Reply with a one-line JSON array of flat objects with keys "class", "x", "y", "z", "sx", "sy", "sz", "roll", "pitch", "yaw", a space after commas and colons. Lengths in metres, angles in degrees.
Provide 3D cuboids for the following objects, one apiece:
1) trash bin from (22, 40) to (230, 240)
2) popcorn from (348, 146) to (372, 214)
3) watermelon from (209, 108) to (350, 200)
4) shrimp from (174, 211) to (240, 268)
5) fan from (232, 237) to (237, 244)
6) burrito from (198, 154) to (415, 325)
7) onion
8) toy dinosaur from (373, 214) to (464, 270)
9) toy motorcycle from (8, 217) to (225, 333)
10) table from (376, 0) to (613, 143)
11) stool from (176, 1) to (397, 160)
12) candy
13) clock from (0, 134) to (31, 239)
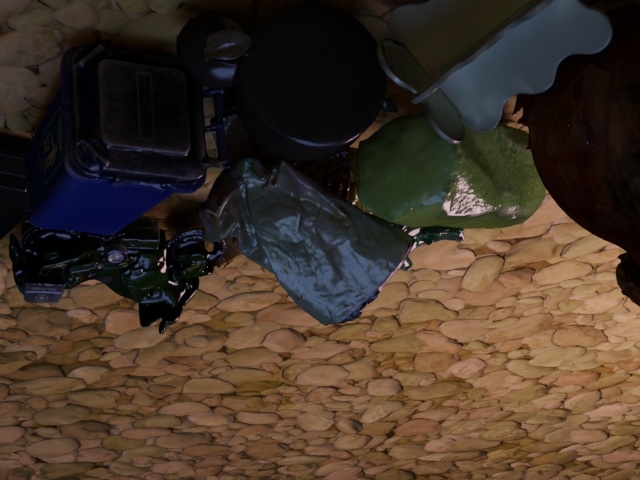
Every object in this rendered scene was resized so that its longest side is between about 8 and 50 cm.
[{"class": "trash bin", "x": -0.225, "y": -0.099, "z": 1.773, "sx": 0.184, "sy": 0.162, "sz": 0.234, "roll": 7, "pitch": 156, "yaw": -27}, {"class": "popcorn", "x": -0.002, "y": -0.045, "z": 1.965, "sx": 0.162, "sy": 0.135, "sz": 0.141, "roll": -24, "pitch": 169, "yaw": 10}, {"class": "watermelon", "x": -0.030, "y": -0.053, "z": 1.859, "sx": 0.154, "sy": 0.241, "sz": 0.094, "roll": -11, "pitch": -161, "yaw": 2}, {"class": "shrimp", "x": -0.149, "y": 0.004, "z": 2.124, "sx": 0.095, "sy": 0.045, "sz": 0.162, "roll": 0, "pitch": 155, "yaw": -16}, {"class": "fan", "x": 0.000, "y": 0.000, "z": 2.135, "sx": 0.282, "sy": 0.023, "sz": 0.057, "roll": 3, "pitch": 175, "yaw": -41}, {"class": "burrito", "x": -0.021, "y": -0.011, "z": 1.791, "sx": 0.229, "sy": 0.089, "sz": 0.144, "roll": 36, "pitch": 104, "yaw": -24}, {"class": "onion", "x": 0.385, "y": -0.123, "z": 1.760, "sx": 0.354, "sy": 0.353, "sz": 0.353, "roll": -6, "pitch": 154, "yaw": -3}, {"class": "toy dinosaur", "x": 0.043, "y": -0.024, "z": 2.092, "sx": 0.292, "sy": 0.079, "sz": 0.120, "roll": 2, "pitch": 150, "yaw": 8}, {"class": "toy motorcycle", "x": -0.269, "y": 0.036, "z": 2.073, "sx": 0.275, "sy": 0.124, "sz": 0.187, "roll": 4, "pitch": 141, "yaw": -17}, {"class": "table", "x": 0.183, "y": -0.218, "z": 1.653, "sx": 0.198, "sy": 0.166, "sz": 0.166, "roll": -36, "pitch": 143, "yaw": 31}, {"class": "stool", "x": -0.035, "y": -0.176, "z": 1.704, "sx": 0.228, "sy": 0.153, "sz": 0.139, "roll": 41, "pitch": 164, "yaw": -2}, {"class": "candy", "x": 0.153, "y": -0.078, "z": 1.852, "sx": 0.142, "sy": 0.132, "sz": 0.343, "roll": 9, "pitch": -177, "yaw": 25}, {"class": "clock", "x": -0.476, "y": -0.054, "z": 1.907, "sx": 0.279, "sy": 0.049, "sz": 0.273, "roll": 11, "pitch": 148, "yaw": -34}]
